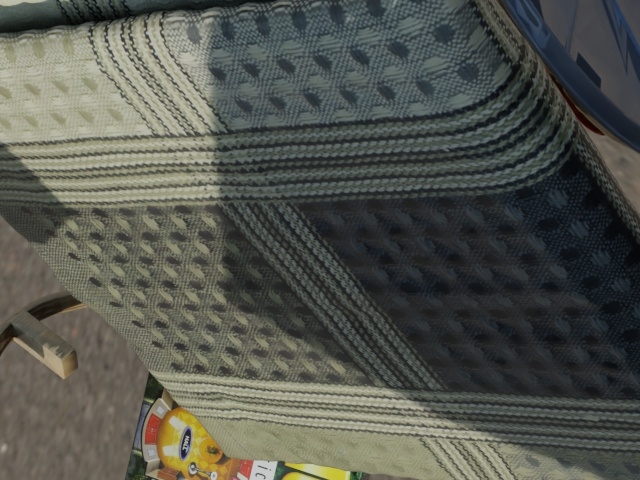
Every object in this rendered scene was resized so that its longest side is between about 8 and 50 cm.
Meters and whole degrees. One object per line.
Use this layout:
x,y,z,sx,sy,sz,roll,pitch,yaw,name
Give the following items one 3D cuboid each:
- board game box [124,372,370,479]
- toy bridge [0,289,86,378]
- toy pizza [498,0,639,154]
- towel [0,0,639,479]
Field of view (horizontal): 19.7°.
-0.039,0.123,1.032,0.136,0.030,0.259,15,101,13,board game box
-0.206,0.077,1.368,0.063,0.026,0.188,34,56,28,toy bridge
0.104,-0.120,0.803,0.032,0.201,0.201,-29,101,29,toy pizza
0.000,0.000,0.775,0.312,0.324,0.056,50,54,-36,towel
